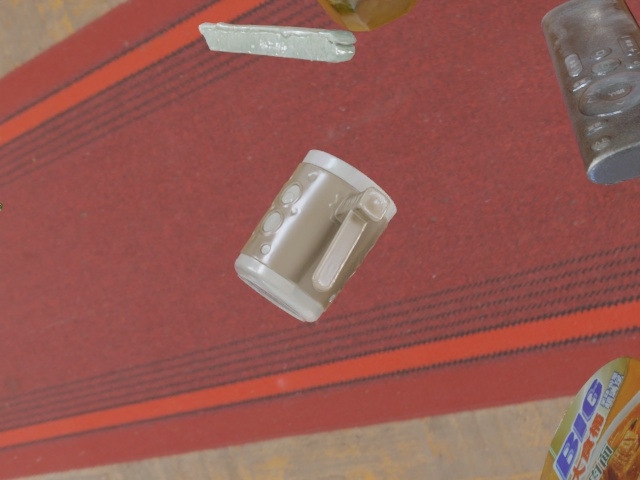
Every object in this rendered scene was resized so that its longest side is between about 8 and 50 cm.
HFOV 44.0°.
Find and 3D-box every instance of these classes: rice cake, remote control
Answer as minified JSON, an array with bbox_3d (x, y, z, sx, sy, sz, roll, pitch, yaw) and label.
[{"bbox_3d":[-0.043,-0.178,0.705,0.171,0.033,0.029,17,114,38],"label":"rice cake"},{"bbox_3d":[0.325,-0.191,0.898,0.107,0.377,0.044,-22,121,23],"label":"remote control"}]

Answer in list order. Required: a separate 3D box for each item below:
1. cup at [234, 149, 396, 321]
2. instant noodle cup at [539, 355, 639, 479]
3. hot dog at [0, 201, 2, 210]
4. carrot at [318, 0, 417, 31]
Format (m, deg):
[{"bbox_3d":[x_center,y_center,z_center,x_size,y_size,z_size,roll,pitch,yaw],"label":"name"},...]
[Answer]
[{"bbox_3d":[0.004,0.004,0.529,0.102,0.074,0.099,25,77,47],"label":"cup"},{"bbox_3d":[0.413,0.306,0.929,0.214,0.296,0.296,22,118,0],"label":"instant noodle cup"},{"bbox_3d":[-0.242,-0.022,0.440,0.049,0.122,0.037,-55,48,24],"label":"hot dog"},{"bbox_3d":[0.011,-0.309,0.605,0.114,0.114,0.301,11,140,28],"label":"carrot"}]
